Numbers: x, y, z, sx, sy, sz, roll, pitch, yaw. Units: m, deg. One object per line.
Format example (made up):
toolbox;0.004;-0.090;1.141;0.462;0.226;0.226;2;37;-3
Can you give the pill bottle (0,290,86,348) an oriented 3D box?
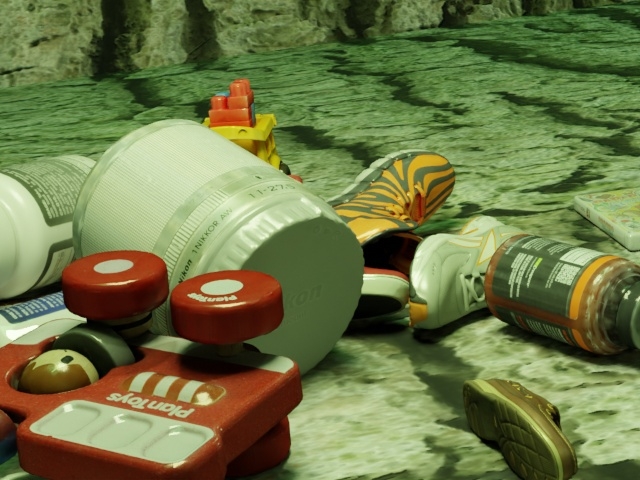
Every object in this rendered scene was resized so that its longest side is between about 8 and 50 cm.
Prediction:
pill bottle;-0.296;0.119;1.313;0.187;0.112;0.112;-17;21;-35

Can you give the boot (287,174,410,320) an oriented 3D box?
boot;0.000;0.000;1.504;0.244;0.088;0.176;3;63;24

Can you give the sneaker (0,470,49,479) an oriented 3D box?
sneaker;-0.295;0.226;1.071;0.152;0.053;0.061;-18;19;-34

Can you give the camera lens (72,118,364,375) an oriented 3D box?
camera lens;-0.116;0.009;1.369;0.219;0.219;0.274;-19;37;-37

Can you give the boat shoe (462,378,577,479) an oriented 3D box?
boat shoe;0.184;0.160;1.129;0.060;0.064;0.178;-11;16;-14

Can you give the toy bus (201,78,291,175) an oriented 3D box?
toy bus;-0.126;-0.123;1.875;0.149;0.211;0.220;-1;19;7

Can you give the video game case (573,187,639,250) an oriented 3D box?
video game case;0.487;-0.039;1.744;0.227;0.026;0.206;-8;17;-8

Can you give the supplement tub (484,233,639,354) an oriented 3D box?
supplement tub;0.274;0.060;1.357;0.106;0.106;0.198;-17;22;-34

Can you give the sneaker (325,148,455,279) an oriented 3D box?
sneaker;0.100;-0.013;1.651;0.321;0.124;0.180;-31;33;-33

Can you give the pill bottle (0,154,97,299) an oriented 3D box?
pill bottle;-0.382;-0.015;1.623;0.161;0.161;0.283;3;10;23

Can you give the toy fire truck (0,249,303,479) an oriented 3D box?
toy fire truck;-0.175;0.133;1.124;0.302;0.169;0.254;8;21;28

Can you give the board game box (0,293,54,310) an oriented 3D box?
board game box;-0.344;0.100;1.529;0.281;0.027;0.145;-7;16;-6

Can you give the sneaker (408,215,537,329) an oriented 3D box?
sneaker;0.194;0.037;1.477;0.121;0.099;0.262;11;24;29
